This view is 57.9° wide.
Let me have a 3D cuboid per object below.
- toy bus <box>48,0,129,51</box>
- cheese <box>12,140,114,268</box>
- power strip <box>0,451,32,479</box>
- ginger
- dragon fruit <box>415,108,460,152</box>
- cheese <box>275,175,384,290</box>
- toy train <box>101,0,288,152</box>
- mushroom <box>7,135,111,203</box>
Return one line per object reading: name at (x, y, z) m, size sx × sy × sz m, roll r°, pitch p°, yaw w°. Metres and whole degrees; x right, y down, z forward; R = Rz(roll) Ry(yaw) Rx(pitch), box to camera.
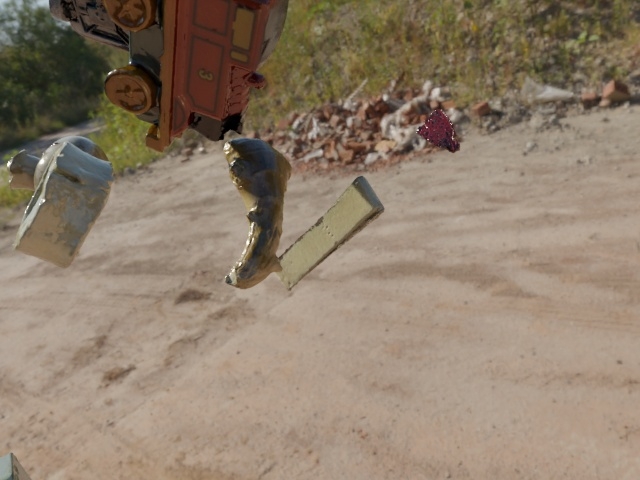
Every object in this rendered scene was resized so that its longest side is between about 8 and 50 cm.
toy bus at (-0.374, -0.551, 1.026) m, size 0.203 × 0.427 × 0.233 m, roll 19°, pitch 64°, yaw 2°
cheese at (-0.665, -0.090, 1.499) m, size 0.292 × 0.153 × 0.332 m, roll -58°, pitch 29°, yaw 11°
power strip at (-0.499, 0.512, 1.031) m, size 0.053 × 0.288 × 0.093 m, roll -29°, pitch 22°, yaw -22°
ginger at (-0.111, -0.056, 0.972) m, size 0.086 × 0.131 × 0.294 m, roll -26°, pitch 50°, yaw 40°
dragon fruit at (0.322, -0.269, 1.504) m, size 0.097 × 0.063 × 0.131 m, roll -43°, pitch 59°, yaw -7°
cheese at (0.002, 0.000, 1.230) m, size 0.034 × 0.085 × 0.400 m, roll -31°, pitch -8°, yaw -40°
toy train at (-0.180, -0.297, 0.850) m, size 0.232 × 0.369 × 0.163 m, roll 21°, pitch 46°, yaw 2°
mushroom at (-0.820, -0.192, 1.827) m, size 0.290 × 0.297 × 0.297 m, roll 13°, pitch 25°, yaw 0°
